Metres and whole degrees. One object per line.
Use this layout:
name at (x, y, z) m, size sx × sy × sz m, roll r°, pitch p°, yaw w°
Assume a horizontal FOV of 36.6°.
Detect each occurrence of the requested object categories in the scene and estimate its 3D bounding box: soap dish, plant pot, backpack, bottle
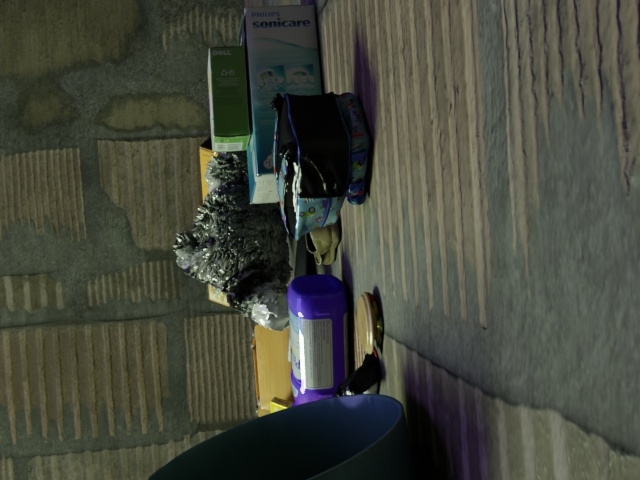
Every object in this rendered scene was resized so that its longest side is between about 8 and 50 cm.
soap dish at (-0.096, 0.302, 2.231) m, size 0.291 × 0.118 × 0.229 m, roll 109°, pitch 156°, yaw -75°
plant pot at (-0.016, 0.327, 1.022) m, size 0.293 × 0.293 × 0.235 m, roll -162°, pitch 54°, yaw -82°
backpack at (-0.003, -0.091, 1.276) m, size 0.158 × 0.116 × 0.173 m, roll -103°, pitch 12°, yaw -51°
bottle at (-0.001, 0.199, 1.517) m, size 0.118 × 0.092 × 0.283 m, roll -117°, pitch 24°, yaw -70°

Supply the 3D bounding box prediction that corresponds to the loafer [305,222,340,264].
loafer at (0.000, 0.000, 1.569) m, size 0.148 × 0.050 × 0.056 m, roll 103°, pitch 162°, yaw -66°

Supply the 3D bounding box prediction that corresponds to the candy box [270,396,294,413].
candy box at (-0.057, 0.436, 2.078) m, size 0.027 × 0.105 × 0.206 m, roll -40°, pitch -42°, yaw -50°

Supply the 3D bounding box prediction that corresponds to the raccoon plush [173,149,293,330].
raccoon plush at (-0.094, -0.040, 1.826) m, size 0.446 × 0.216 × 0.299 m, roll 29°, pitch 105°, yaw 50°

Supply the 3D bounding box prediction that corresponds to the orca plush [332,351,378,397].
orca plush at (0.023, 0.278, 1.327) m, size 0.287 × 0.102 × 0.151 m, roll 95°, pitch 169°, yaw -50°

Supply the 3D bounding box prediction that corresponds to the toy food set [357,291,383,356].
toy food set at (0.063, 0.108, 1.245) m, size 0.083 × 0.020 × 0.083 m, roll 95°, pitch 169°, yaw -47°

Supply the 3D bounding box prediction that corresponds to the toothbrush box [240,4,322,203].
toothbrush box at (-0.069, -0.231, 1.690) m, size 0.216 × 0.126 × 0.296 m, roll 120°, pitch 145°, yaw -77°

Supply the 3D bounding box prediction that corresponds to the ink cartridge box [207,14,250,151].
ink cartridge box at (-0.158, -0.263, 1.634) m, size 0.109 × 0.062 × 0.209 m, roll 133°, pitch 133°, yaw -79°

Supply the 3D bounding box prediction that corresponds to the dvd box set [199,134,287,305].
dvd box set at (-0.164, -0.102, 2.197) m, size 0.308 × 0.062 × 0.420 m, roll -53°, pitch -28°, yaw -45°

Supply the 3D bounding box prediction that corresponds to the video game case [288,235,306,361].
video game case at (-0.047, 0.112, 1.961) m, size 0.201 × 0.023 × 0.183 m, roll -88°, pitch 3°, yaw -50°
